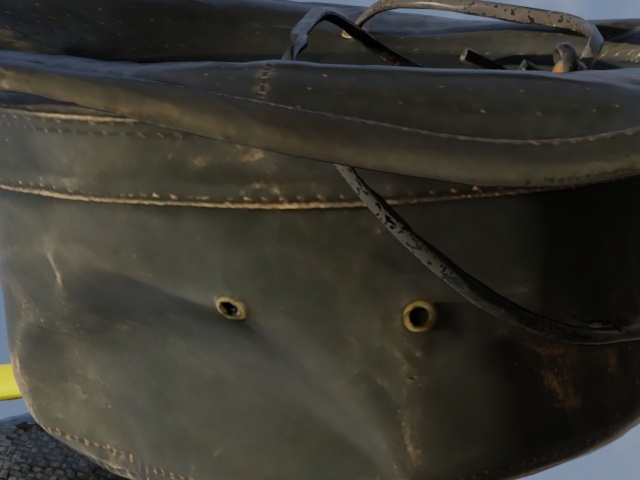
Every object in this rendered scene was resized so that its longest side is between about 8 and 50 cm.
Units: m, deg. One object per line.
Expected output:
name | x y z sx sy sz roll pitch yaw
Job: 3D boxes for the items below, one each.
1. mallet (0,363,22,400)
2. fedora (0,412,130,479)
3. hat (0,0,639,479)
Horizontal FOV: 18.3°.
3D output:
mallet | -0.118 0.046 0.765 0.039 0.190 0.062 35 -116 -44
fedora | -0.091 0.188 0.822 0.153 0.334 0.334 5 -74 -33
hat | 0.000 0.000 0.551 0.331 0.331 0.134 -8 -73 -39
